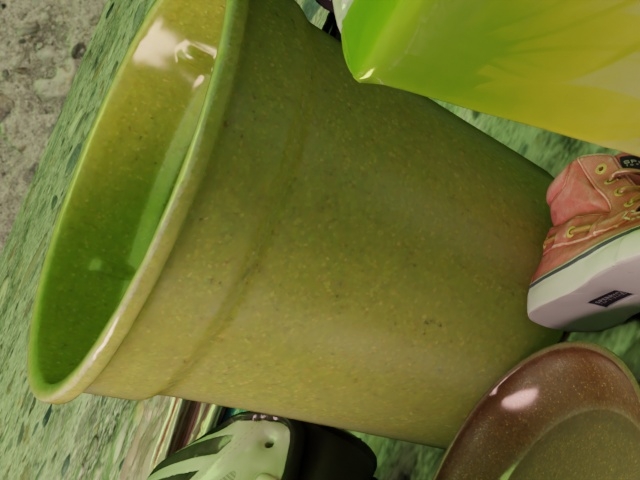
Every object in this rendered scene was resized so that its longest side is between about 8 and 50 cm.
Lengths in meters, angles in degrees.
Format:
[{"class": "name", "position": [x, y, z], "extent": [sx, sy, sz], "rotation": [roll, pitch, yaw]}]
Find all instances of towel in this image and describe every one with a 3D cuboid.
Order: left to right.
[{"class": "towel", "position": [-0.125, 0.154, 1.258], "extent": [0.332, 0.053, 0.317], "rotation": [151, 139, -80]}]

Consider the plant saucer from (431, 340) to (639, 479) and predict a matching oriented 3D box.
[{"class": "plant saucer", "position": [0.110, 0.148, 0.759], "extent": [0.198, 0.036, 0.199], "rotation": [-51, 25, 34]}]

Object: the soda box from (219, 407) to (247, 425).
[{"class": "soda box", "position": [-0.033, 0.143, 1.107], "extent": [0.210, 0.067, 0.071], "rotation": [-68, 18, 1]}]

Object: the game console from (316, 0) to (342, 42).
[{"class": "game console", "position": [0.012, -0.180, 1.274], "extent": [0.361, 0.044, 0.213], "rotation": [-64, -2, 27]}]

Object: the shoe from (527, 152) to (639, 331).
[{"class": "shoe", "position": [0.160, -0.011, 0.763], "extent": [0.178, 0.063, 0.081], "rotation": [145, 137, -65]}]

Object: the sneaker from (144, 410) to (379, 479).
[{"class": "sneaker", "position": [-0.028, 0.220, 0.869], "extent": [0.447, 0.169, 0.257], "rotation": [10, 64, 57]}]

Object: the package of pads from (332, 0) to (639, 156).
[{"class": "package of pads", "position": [0.167, -0.174, 0.659], "extent": [0.296, 0.229, 0.101], "rotation": [-57, 33, 34]}]

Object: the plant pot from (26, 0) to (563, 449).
[{"class": "plant pot", "position": [0.000, 0.000, 0.891], "extent": [0.276, 0.253, 0.276], "rotation": [-53, 25, 38]}]
